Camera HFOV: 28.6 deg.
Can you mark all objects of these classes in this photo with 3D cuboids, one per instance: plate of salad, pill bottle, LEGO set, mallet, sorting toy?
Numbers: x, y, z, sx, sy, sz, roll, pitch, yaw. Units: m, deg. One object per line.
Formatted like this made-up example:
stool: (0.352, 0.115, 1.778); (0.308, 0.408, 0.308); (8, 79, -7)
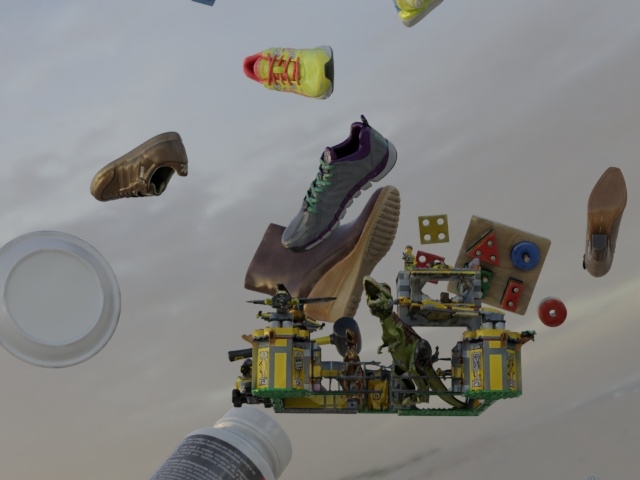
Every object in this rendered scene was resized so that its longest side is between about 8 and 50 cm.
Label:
plate of salad: (-0.380, 0.084, 1.768); (0.200, 0.200, 0.048); (-18, -8, -29)
pill bottle: (-0.177, 0.396, 1.898); (0.176, 0.176, 0.318); (-36, 8, 45)
LEGO set: (0.066, 0.084, 1.373); (0.331, 0.192, 0.255); (-2, -15, 7)
mallet: (-0.033, 0.153, 1.767); (0.190, 0.039, 0.062); (-14, -37, 9)
sorting toy: (0.274, 0.040, 1.985); (0.046, 0.274, 0.132); (-73, 1, -77)

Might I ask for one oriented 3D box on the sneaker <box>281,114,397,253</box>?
sneaker: (0.007, -0.086, 1.855); (0.223, 0.083, 0.098); (-47, -51, -2)

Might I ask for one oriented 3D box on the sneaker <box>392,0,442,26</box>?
sneaker: (0.135, -0.413, 1.949); (0.091, 0.126, 0.240); (-40, -1, -4)

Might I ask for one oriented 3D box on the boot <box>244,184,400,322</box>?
boot: (0.000, 0.000, 2.022); (0.090, 0.207, 0.248); (34, -101, -60)

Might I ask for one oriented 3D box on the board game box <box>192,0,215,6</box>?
board game box: (-0.135, -0.413, 1.511); (0.039, 0.160, 0.211); (5, -57, -41)

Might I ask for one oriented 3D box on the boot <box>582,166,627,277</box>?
boot: (0.326, -0.016, 1.445); (0.042, 0.118, 0.087); (13, -13, 15)

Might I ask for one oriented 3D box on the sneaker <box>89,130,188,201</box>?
sneaker: (-0.269, -0.089, 1.846); (0.188, 0.071, 0.066); (-32, -18, 35)

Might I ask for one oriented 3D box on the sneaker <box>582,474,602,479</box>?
sneaker: (0.426, 0.451, 2.025); (0.051, 0.070, 0.134); (13, 57, 40)

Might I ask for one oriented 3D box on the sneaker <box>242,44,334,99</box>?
sneaker: (-0.050, -0.255, 1.903); (0.094, 0.081, 0.208); (-3, 8, -29)
